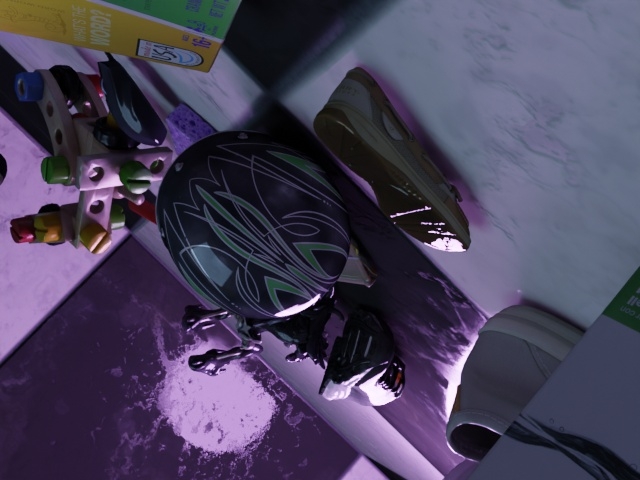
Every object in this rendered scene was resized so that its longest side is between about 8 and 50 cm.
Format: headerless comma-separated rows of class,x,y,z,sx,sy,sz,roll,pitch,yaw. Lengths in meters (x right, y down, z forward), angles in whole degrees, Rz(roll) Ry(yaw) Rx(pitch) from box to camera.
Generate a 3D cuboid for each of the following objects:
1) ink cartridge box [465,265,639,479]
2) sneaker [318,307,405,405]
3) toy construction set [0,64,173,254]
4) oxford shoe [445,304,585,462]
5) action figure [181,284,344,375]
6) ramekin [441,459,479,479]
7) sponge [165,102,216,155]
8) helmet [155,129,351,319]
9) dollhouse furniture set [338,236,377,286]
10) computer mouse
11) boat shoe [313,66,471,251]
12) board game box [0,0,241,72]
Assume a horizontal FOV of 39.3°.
ink cartridge box,0.162,0.135,0.480,0.087,0.208,0.153,32,163,41
sneaker,0.069,0.161,1.166,0.107,0.100,0.271,18,163,0
toy construction set,-0.272,-0.065,1.173,0.237,0.258,0.308,28,-177,37
oxford shoe,0.262,0.201,0.588,0.449,0.130,0.169,32,162,36
action figure,-0.062,0.103,1.235,0.275,0.141,0.164,-18,94,34
ramekin,0.231,0.377,1.100,0.207,0.207,0.109,49,157,-26
sponge,-0.123,-0.078,1.064,0.117,0.031,0.210,42,168,7
helmet,-0.056,-0.012,0.781,0.169,0.169,0.161,42,-177,3
dollhouse furniture set,0.000,0.000,0.966,0.151,0.059,0.076,5,137,39
computer mouse,-0.246,-0.199,0.965,0.242,0.041,0.071,57,172,-20
boat shoe,0.058,-0.048,0.601,0.153,0.048,0.056,42,157,-28
board game box,-0.194,-0.181,0.472,0.316,0.064,0.242,9,172,-13
